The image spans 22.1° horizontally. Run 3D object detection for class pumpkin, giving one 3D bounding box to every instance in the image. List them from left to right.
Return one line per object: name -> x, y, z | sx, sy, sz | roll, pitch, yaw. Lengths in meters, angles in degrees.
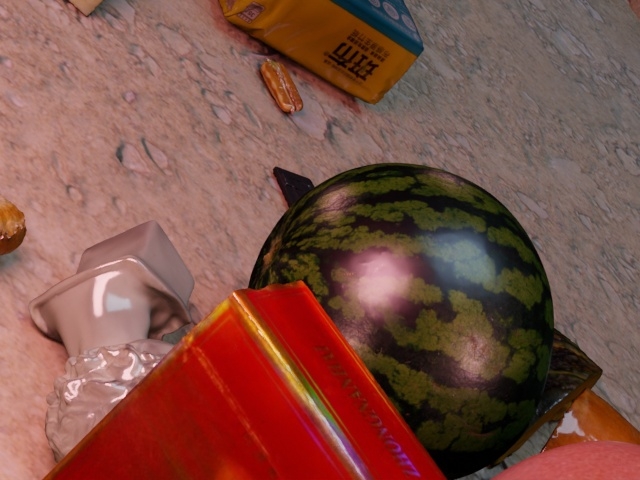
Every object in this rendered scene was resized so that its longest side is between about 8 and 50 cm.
pumpkin -> 0.221, 0.132, 1.845 | 0.163, 0.111, 0.278 | 47, 25, 13

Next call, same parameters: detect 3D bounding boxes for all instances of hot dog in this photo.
hot dog -> -0.049, -0.186, 2.003 | 0.037, 0.021, 0.083 | -2, 52, -32

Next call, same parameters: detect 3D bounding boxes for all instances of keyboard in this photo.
keyboard -> 0.000, 0.000, 1.803 | 0.061, 0.013, 0.204 | 21, 35, -43

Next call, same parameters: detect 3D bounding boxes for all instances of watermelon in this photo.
watermelon -> 0.069, 0.074, 1.481 | 0.285, 0.285, 0.285 | 36, 26, -21

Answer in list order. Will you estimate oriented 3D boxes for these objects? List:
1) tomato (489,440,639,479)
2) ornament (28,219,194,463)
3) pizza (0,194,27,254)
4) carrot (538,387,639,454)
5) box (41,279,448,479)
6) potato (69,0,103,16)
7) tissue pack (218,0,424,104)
tomato -> 0.182, 0.310, 1.249 | 0.273, 0.341, 0.341 | 23, 30, -14
ornament -> -0.161, 0.087, 1.295 | 0.120, 0.130, 0.285 | 50, 10, -33
pizza -> -0.334, -0.060, 1.310 | 0.199, 0.062, 0.188 | 52, 12, 28
carrot -> 0.300, 0.310, 1.592 | 0.331, 0.214, 0.193 | 39, 54, -5
box -> -0.075, 0.197, 1.010 | 0.197, 0.313, 0.089 | 54, 27, 18
potato -> -0.260, -0.331, 1.815 | 0.120, 0.081, 0.149 | 43, 24, -12
tissue pack -> -0.012, -0.314, 2.120 | 0.271, 0.134, 0.192 | 28, 31, -34
